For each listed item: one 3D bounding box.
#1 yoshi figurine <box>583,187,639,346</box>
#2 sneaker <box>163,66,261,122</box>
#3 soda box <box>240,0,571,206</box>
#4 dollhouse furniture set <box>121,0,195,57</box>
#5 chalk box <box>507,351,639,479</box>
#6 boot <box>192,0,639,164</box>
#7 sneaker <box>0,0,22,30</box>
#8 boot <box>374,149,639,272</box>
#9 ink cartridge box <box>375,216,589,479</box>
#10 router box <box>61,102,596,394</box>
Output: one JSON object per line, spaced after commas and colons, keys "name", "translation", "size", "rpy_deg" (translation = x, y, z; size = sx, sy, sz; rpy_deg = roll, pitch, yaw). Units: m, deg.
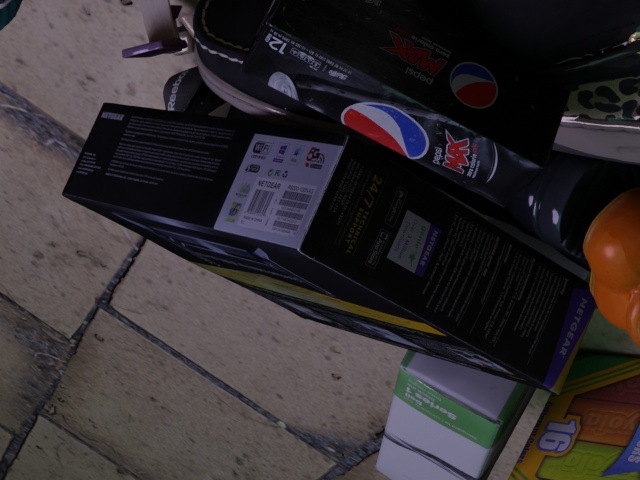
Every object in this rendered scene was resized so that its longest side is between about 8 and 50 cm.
{"name": "yoshi figurine", "translation": [0.315, 0.073, 0.899], "size": [0.203, 0.203, 0.362], "rpy_deg": [19, -156, -50]}
{"name": "sneaker", "translation": [-0.072, -0.101, 1.279], "size": [0.106, 0.078, 0.234], "rpy_deg": [31, 156, -3]}
{"name": "soda box", "translation": [0.047, -0.087, 0.900], "size": [0.169, 0.060, 0.053], "rpy_deg": [27, 150, -7]}
{"name": "dollhouse furniture set", "translation": [-0.086, -0.188, 1.225], "size": [0.114, 0.091, 0.081], "rpy_deg": [-11, 92, 25]}
{"name": "chalk box", "translation": [0.315, 0.215, 1.293], "size": [0.289, 0.180, 0.179], "rpy_deg": [0, 140, 46]}
{"name": "boot", "translation": [0.062, -0.178, 0.930], "size": [0.377, 0.138, 0.284], "rpy_deg": [12, 149, 28]}
{"name": "sneaker", "translation": [-0.234, -0.235, 1.190], "size": [0.121, 0.108, 0.302], "rpy_deg": [31, 153, 12]}
{"name": "boot", "translation": [0.157, -0.041, 1.124], "size": [0.246, 0.094, 0.207], "rpy_deg": [23, -171, -47]}
{"name": "ink cartridge box", "translation": [0.126, 0.107, 1.329], "size": [0.093, 0.160, 0.219], "rpy_deg": [28, 153, 10]}
{"name": "router box", "translation": [0.000, 0.000, 1.141], "size": [0.243, 0.081, 0.309], "rpy_deg": [29, 170, -36]}
